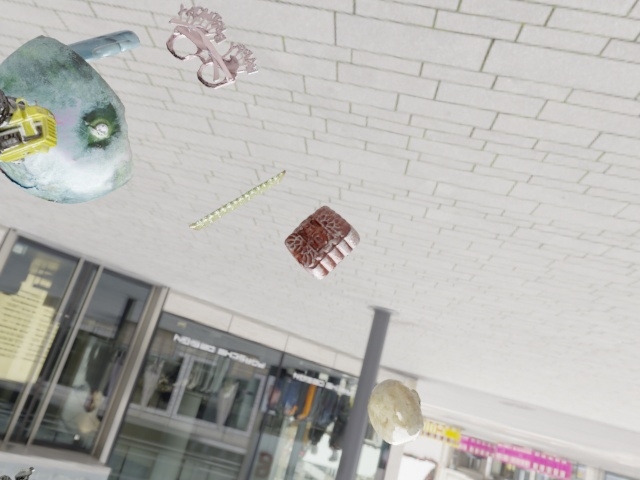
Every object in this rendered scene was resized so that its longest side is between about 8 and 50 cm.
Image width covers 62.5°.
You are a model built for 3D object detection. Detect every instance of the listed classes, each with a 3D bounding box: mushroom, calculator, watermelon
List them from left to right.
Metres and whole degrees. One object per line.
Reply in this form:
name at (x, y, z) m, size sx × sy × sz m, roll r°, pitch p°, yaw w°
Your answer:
watermelon at (-0.459, -0.178, 0.949) m, size 0.175 × 0.188 × 0.321 m, roll 8°, pitch 137°, yaw 31°
calculator at (-0.480, -0.390, 1.086) m, size 0.303 × 0.188 × 0.042 m, roll 12°, pitch 125°, yaw 46°
mushroom at (0.197, 0.438, 1.348) m, size 0.127 × 0.166 × 0.166 m, roll -9°, pitch 172°, yaw -22°

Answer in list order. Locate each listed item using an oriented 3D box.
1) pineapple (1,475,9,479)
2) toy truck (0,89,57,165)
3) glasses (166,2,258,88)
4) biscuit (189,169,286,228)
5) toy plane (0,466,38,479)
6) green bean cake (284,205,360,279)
pineapple at (-0.542, 0.400, 0.796) m, size 0.237 × 0.119 × 0.111 m, roll 16°, pitch 136°, yaw 15°
toy truck at (-0.523, -0.142, 0.735) m, size 0.286 × 0.111 × 0.136 m, roll -15°, pitch -175°, yaw -11°
glasses at (-0.271, -0.492, 1.299) m, size 0.255 × 0.162 × 0.095 m, roll 46°, pitch 154°, yaw -1°
biscuit at (-0.180, -0.085, 1.155) m, size 0.016 × 0.232 × 0.139 m, roll 59°, pitch 172°, yaw -3°
toy plane at (-0.585, 0.499, 1.007) m, size 0.262 × 0.192 × 0.088 m, roll -21°, pitch 105°, yaw 17°
green bean cake at (0.000, 0.000, 1.115) m, size 0.135 × 0.136 × 0.056 m, roll 43°, pitch 177°, yaw 45°
